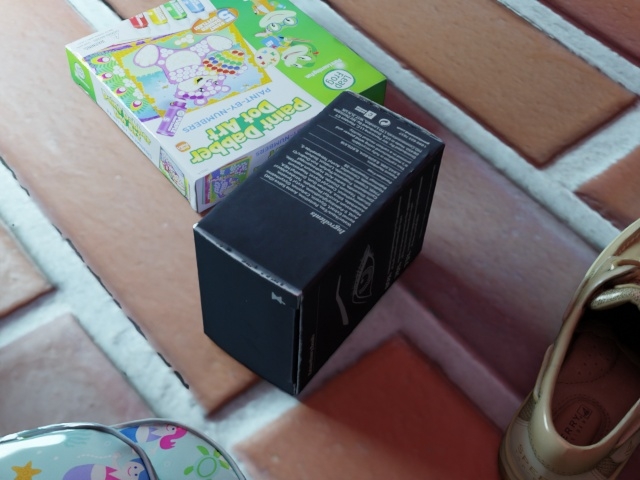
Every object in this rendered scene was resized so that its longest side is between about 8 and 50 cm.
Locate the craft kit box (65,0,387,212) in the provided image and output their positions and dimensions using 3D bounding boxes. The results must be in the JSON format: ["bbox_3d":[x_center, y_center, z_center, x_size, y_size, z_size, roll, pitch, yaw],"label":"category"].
[{"bbox_3d":[-0.101,-0.173,0.951,0.249,0.061,0.246,-32,63,-26],"label":"craft kit box"}]

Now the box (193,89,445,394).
[{"bbox_3d":[0.000,0.000,0.754,0.108,0.153,0.207,32,55,20],"label":"box"}]

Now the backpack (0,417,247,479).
[{"bbox_3d":[-0.151,0.226,0.549,0.253,0.191,0.225,-8,51,-17],"label":"backpack"}]

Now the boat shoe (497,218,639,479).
[{"bbox_3d":[0.267,0.075,0.739,0.121,0.110,0.341,28,55,17],"label":"boat shoe"}]
